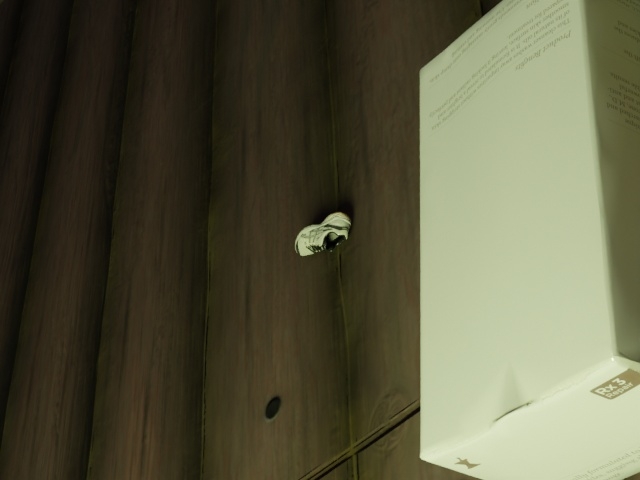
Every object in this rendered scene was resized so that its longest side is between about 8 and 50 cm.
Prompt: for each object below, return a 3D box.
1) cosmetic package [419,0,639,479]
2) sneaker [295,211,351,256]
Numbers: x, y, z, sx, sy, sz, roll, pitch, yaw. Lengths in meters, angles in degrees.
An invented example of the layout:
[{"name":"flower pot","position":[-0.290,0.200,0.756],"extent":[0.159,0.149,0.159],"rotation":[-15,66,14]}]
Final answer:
[{"name":"cosmetic package","position":[0.197,-0.014,1.081],"extent":[0.217,0.156,0.385],"rotation":[-36,43,47]},{"name":"sneaker","position":[0.000,0.000,1.553],"extent":[0.083,0.032,0.037],"rotation":[-36,36,37]}]
